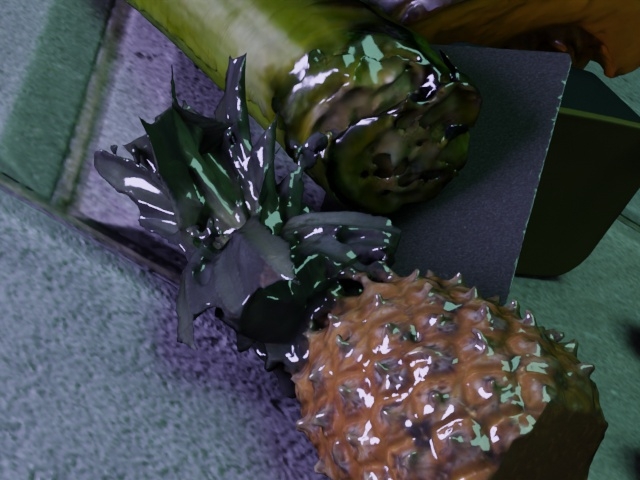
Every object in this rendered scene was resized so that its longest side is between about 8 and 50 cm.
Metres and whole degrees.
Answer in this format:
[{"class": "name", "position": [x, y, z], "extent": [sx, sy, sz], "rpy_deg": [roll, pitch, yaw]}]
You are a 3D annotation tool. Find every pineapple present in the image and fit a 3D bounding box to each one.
[{"class": "pineapple", "position": [-0.006, 0.032, 1.148], "extent": [0.364, 0.165, 0.165], "rpy_deg": [42, 26, 27]}]

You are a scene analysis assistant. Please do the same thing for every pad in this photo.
[{"class": "pad", "position": [0.077, -0.048, 1.310], "extent": [0.143, 0.003, 0.211], "rpy_deg": [6, 56, 20]}]

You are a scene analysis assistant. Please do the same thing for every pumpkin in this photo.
[{"class": "pumpkin", "position": [0.108, -0.215, 1.522], "extent": [0.256, 0.303, 0.225], "rpy_deg": [47, 16, -55]}]

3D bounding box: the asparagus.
[{"class": "asparagus", "position": [-0.046, -0.156, 1.360], "extent": [0.128, 0.108, 0.382], "rpy_deg": [-23, 45, -26]}]

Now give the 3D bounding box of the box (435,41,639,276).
[{"class": "box", "position": [0.136, -0.059, 1.442], "extent": [0.201, 0.144, 0.090], "rpy_deg": [5, 38, -44]}]
